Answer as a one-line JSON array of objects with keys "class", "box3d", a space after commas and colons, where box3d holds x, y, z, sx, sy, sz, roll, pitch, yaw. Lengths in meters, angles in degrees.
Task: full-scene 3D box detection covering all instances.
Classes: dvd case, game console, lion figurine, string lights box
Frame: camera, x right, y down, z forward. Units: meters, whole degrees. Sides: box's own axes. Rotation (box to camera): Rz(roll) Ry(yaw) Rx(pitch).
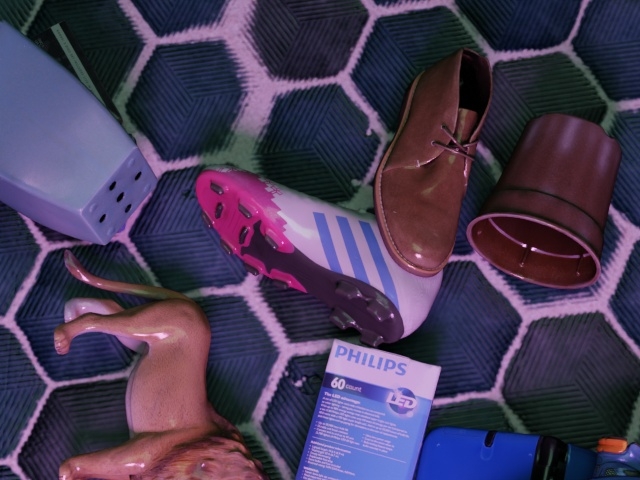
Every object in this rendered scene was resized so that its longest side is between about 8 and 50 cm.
[{"class": "dvd case", "box3d": [-0.390, -0.169, 1.832, 0.221, 0.018, 0.164, -29, 73, -7]}, {"class": "game console", "box3d": [0.239, 0.383, 1.640, 0.250, 0.173, 0.293, 1, 69, 35]}, {"class": "lion figurine", "box3d": [-0.181, 0.181, 1.656, 0.240, 0.142, 0.392, -7, 71, -3]}, {"class": "string lights box", "box3d": [0.045, 0.259, 1.657, 0.133, 0.077, 0.260, 15, 74, 6]}]

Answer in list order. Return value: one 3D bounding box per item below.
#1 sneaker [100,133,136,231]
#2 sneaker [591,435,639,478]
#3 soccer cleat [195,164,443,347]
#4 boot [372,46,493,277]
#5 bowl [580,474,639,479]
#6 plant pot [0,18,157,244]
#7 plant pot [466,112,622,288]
[{"class": "sneaker", "box3d": [-0.255, -0.070, 1.783, 0.052, 0.058, 0.135, -3, 61, 29]}, {"class": "sneaker", "box3d": [0.389, 0.307, 1.610, 0.221, 0.083, 0.087, 32, 77, -12]}, {"class": "soccer cleat", "box3d": [0.000, 0.000, 1.735, 0.331, 0.116, 0.143, 36, 52, 16]}, {"class": "boot", "box3d": [0.142, -0.103, 1.704, 0.112, 0.115, 0.305, 21, 58, -18]}, {"class": "bowl", "box3d": [0.322, 0.450, 1.509, 0.391, 0.077, 0.391, 0, 90, -18]}, {"class": "plant pot", "box3d": [-0.322, -0.112, 1.699, 0.234, 0.165, 0.166, 33, 76, 20]}, {"class": "plant pot", "box3d": [0.281, -0.054, 1.711, 0.167, 0.167, 0.165, 20, 67, 7]}]
